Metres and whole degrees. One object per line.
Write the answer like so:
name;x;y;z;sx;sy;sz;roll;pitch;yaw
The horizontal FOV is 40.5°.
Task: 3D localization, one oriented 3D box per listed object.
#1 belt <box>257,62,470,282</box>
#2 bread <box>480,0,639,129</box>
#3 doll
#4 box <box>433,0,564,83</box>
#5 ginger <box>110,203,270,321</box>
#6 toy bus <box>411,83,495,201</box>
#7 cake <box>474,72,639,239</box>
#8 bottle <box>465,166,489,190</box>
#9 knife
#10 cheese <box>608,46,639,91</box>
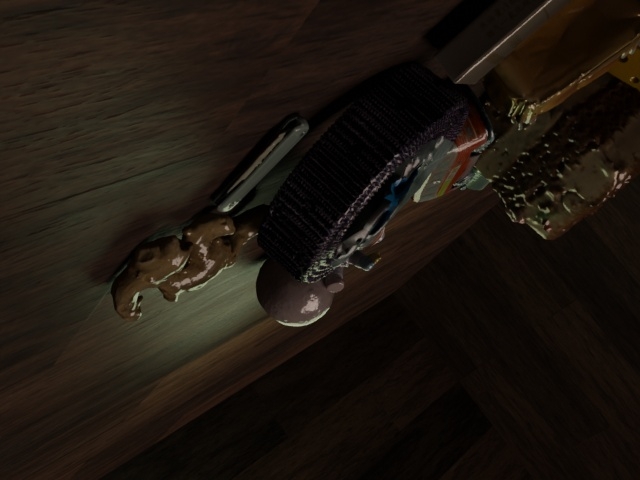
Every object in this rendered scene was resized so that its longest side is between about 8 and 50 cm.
belt;0.056;-0.087;1.143;0.325;0.122;0.260;-48;167;-1
bread;0.350;-0.282;1.272;0.241;0.136;0.107;-36;172;-5
doll;0.010;0.022;1.520;0.287;0.151;0.151;-48;167;20
box;0.305;-0.332;1.076;0.365;0.051;0.204;-40;177;19
ginger;-0.147;0.011;1.109;0.258;0.065;0.149;-30;165;-28
toy bus;0.190;-0.151;1.396;0.119;0.121;0.265;-26;168;-9
cake;0.453;-0.198;1.603;0.282;0.290;0.256;-34;172;-35
bottle;0.402;-0.209;1.944;0.082;0.082;0.286;-32;168;-29
knife;-0.073;-0.088;1.015;0.162;0.023;0.044;-43;171;28
cheese;0.507;-0.334;1.476;0.126;0.171;0.093;-34;170;-20
